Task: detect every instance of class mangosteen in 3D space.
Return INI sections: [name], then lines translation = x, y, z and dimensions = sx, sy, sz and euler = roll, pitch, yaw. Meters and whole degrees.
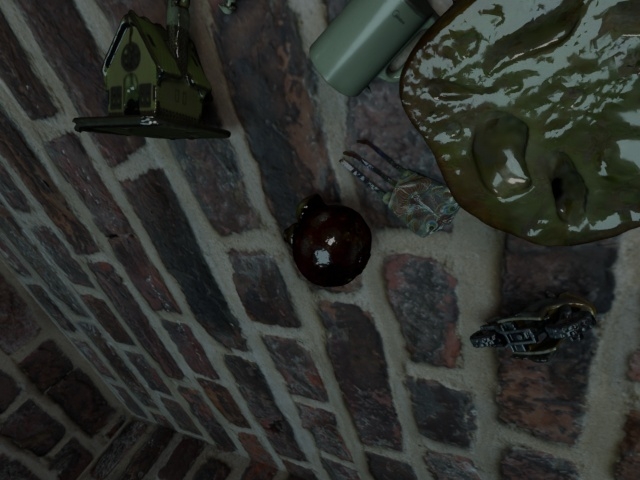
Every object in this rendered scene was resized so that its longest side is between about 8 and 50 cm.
[mangosteen]
translation = 0.010, 0.000, 0.769
dimensions = 0.184, 0.173, 0.172
euler = 48, 137, 15

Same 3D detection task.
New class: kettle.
[kettle]
translation = 0.075, -0.274, 0.548
dimensions = 0.126, 0.098, 0.148
euler = 49, 130, -6

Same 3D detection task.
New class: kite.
[kite]
translation = 0.141, -0.099, 0.712
dimensions = 0.229, 0.016, 0.127
euler = 37, 132, -6

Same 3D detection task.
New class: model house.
[model house]
translation = -0.287, -0.319, 0.696
dimensions = 0.219, 0.205, 0.278
euler = 5, 98, 25

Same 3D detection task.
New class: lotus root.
[lotus root]
translation = 0.285, -0.175, 0.479
dimensions = 0.376, 0.111, 0.390
euler = 14, 132, 15

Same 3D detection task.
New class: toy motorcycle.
[toy motorcycle]
translation = 0.382, 0.152, 0.715
dimensions = 0.229, 0.130, 0.093
euler = -34, 81, 56

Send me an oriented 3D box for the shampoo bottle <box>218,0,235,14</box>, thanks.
[shampoo bottle]
translation = -0.120, -0.404, 0.597
dimensions = 0.049, 0.034, 0.141
euler = 33, 137, -5
